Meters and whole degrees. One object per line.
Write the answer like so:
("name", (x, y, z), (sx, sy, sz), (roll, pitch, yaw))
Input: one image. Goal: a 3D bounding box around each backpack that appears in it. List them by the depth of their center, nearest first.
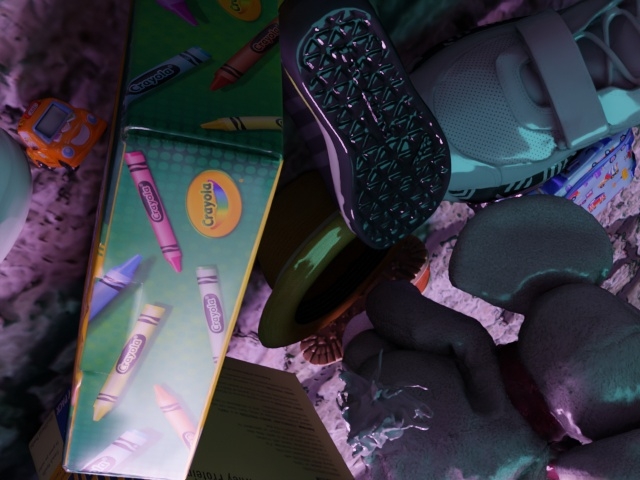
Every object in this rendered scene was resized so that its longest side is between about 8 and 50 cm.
("backpack", (0.198, -0.089, 0.988), (0.158, 0.117, 0.173), (-41, 150, -6))

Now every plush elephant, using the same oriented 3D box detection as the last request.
("plush elephant", (0.155, 0.122, 0.859), (0.256, 0.271, 0.330), (-18, 160, 3))

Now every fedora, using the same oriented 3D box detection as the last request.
("fedora", (0.000, 0.000, 0.883), (0.194, 0.079, 0.194), (-43, 163, -17))

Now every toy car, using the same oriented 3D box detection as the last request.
("toy car", (-0.178, -0.035, 0.630), (0.122, 0.060, 0.040), (-48, 121, -4))

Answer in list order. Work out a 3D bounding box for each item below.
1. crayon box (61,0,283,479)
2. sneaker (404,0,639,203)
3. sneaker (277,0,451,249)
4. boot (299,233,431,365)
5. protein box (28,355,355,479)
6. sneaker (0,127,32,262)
("crayon box", (-0.091, -0.006, 0.651), (0.081, 0.165, 0.278), (8, 133, -12))
("sneaker", (0.220, -0.146, 0.814), (0.366, 0.137, 0.210), (-20, 171, -23))
("sneaker", (0.019, -0.096, 0.733), (0.084, 0.097, 0.234), (-31, 136, -8))
("boot", (0.050, 0.069, 1.081), (0.158, 0.059, 0.084), (-43, 158, -3))
("protein box", (-0.090, 0.201, 0.868), (0.200, 0.201, 0.136), (20, 115, -40))
("sneaker", (-0.278, 0.007, 0.496), (0.293, 0.108, 0.169), (-35, 155, -12))
